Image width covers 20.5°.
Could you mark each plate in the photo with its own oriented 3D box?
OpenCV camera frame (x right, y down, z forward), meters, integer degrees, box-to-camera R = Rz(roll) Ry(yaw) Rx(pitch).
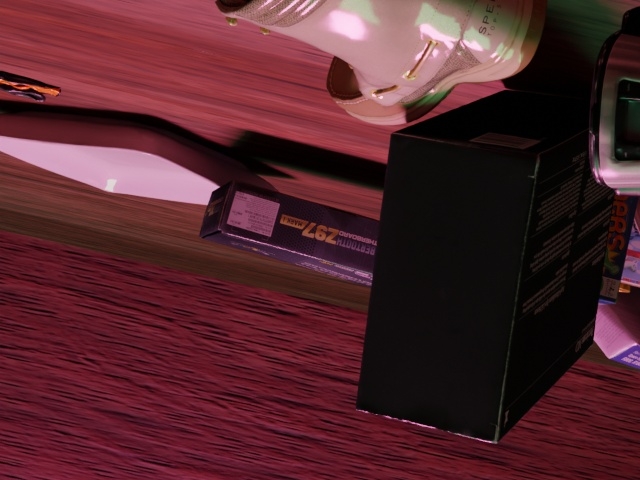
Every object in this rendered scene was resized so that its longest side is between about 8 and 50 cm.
[{"bbox_3d":[-0.209,-0.091,1.937,0.277,0.045,0.278,8,173,33],"label":"plate"}]

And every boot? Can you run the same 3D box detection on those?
[{"bbox_3d":[0.011,-0.130,1.027,0.165,0.077,0.213,14,168,-23],"label":"boot"}]

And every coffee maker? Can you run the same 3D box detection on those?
[{"bbox_3d":[0.251,-0.064,0.956,0.178,0.120,0.171,10,174,28],"label":"coffee maker"}]

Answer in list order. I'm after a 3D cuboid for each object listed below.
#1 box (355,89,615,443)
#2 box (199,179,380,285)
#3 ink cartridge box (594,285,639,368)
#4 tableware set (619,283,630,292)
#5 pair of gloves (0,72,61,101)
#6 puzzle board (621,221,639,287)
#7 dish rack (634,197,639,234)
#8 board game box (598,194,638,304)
[{"bbox_3d":[0.121,0.006,1.184,0.103,0.184,0.261,9,-167,20],"label":"box"},{"bbox_3d":[0.000,0.000,1.815,0.233,0.059,0.183,17,176,-10],"label":"box"},{"bbox_3d":[0.366,0.105,2.012,0.223,0.045,0.224,20,-153,-49],"label":"ink cartridge box"},{"bbox_3d":[0.241,0.025,1.645,0.154,0.024,0.104,18,172,-35],"label":"tableware set"},{"bbox_3d":[-0.298,-0.150,1.735,0.074,0.010,0.083,15,174,-23],"label":"pair of gloves"},{"bbox_3d":[0.231,-0.016,1.549,0.128,0.096,0.011,14,152,-15],"label":"puzzle board"},{"bbox_3d":[0.401,0.106,1.529,0.072,0.333,0.285,-32,154,24],"label":"dish rack"},{"bbox_3d":[0.200,-0.015,1.415,0.035,0.136,0.201,14,174,-10],"label":"board game box"}]
